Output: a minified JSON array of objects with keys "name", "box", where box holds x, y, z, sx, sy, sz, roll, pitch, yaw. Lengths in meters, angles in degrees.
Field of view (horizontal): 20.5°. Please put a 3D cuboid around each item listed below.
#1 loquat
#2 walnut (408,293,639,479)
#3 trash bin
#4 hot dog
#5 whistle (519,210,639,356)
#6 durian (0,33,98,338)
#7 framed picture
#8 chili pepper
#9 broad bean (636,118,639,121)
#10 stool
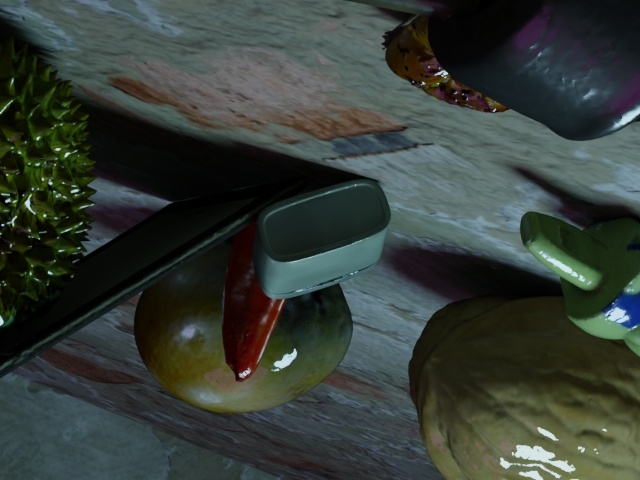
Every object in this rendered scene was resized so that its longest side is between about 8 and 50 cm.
[{"name":"loquat","box":[-0.078,0.088,1.806,0.227,0.179,0.179,0,160,25]},{"name":"walnut","box":[0.203,0.152,1.669,0.261,0.225,0.225,24,164,-31]},{"name":"trash bin","box":[0.000,0.000,1.534,0.116,0.059,0.130,-18,167,-8]},{"name":"hot dog","box":[0.104,-0.118,1.062,0.108,0.059,0.191,24,167,-11]},{"name":"whistle","box":[0.242,0.034,1.403,0.227,0.105,0.085,30,131,-33]},{"name":"durian","box":[-0.303,-0.041,1.420,0.225,0.291,0.291,36,177,31]},{"name":"framed picture","box":[-0.202,0.038,1.557,0.265,0.347,0.016,-10,111,58]},{"name":"chili pepper","box":[-0.056,0.052,1.646,0.088,0.169,0.065,-2,157,47]},{"name":"broad bean","box":[0.239,-0.091,1.038,0.069,0.039,0.227,12,171,-41]},{"name":"stool","box":[0.114,-0.155,0.778,0.139,0.153,0.228,25,121,-18]}]
